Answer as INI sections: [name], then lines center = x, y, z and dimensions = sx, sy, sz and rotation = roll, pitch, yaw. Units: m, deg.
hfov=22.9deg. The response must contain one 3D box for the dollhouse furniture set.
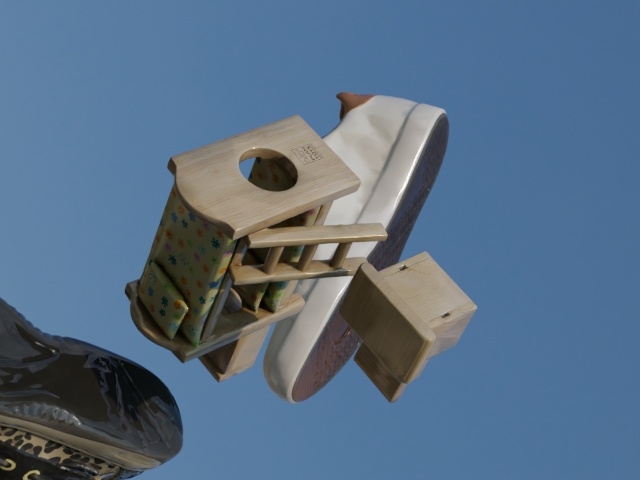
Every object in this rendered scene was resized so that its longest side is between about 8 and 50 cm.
[dollhouse furniture set]
center = -0.027, 0.059, 0.867
dimensions = 0.161, 0.101, 0.182
rotation = 48, -42, 24

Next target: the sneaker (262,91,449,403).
[sneaker]
center = 0.000, 0.000, 1.310
dimensions = 0.123, 0.290, 0.106
rotation = 18, -28, 17

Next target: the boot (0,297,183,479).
[boot]
center = -0.220, 0.110, 0.898
dimensions = 0.178, 0.236, 0.085
rotation = -39, -141, 31
